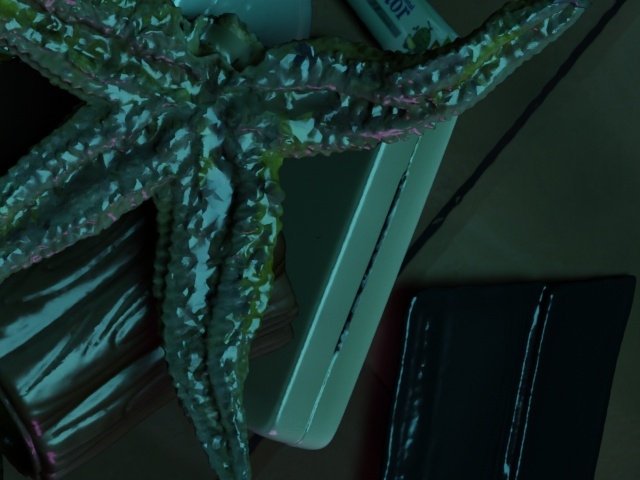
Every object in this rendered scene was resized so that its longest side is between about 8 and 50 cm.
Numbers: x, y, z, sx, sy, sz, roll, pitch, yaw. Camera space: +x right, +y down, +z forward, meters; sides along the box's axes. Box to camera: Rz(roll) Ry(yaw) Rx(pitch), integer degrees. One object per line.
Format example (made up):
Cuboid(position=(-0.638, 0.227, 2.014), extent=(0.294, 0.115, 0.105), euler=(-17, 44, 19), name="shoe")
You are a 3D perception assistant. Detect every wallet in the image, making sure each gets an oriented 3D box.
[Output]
Cuboid(position=(0.175, 0.155, 1.644), extent=(0.323, 0.041, 0.247), euler=(-1, 107, -42), name="wallet")

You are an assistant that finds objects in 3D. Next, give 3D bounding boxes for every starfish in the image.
Cuboid(position=(-0.086, -0.046, 1.086), extent=(0.398, 0.132, 0.384), euler=(19, 97, -22), name="starfish")

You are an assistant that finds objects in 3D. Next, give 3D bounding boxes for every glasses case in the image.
Cuboid(position=(0.000, 0.000, 1.388), extent=(0.070, 0.131, 0.313), euler=(18, 94, -41), name="glasses case")

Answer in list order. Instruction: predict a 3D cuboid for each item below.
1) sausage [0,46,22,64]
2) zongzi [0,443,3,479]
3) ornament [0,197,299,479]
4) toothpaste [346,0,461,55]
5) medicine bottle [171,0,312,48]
Cuboid(position=(-0.258, -0.236, 1.136), extent=(0.083, 0.083, 0.264), euler=(-37, 124, -23), name="sausage")
Cuboid(position=(-0.246, 0.169, 1.109), extent=(0.432, 0.403, 0.208), euler=(12, 64, -47), name="zongzi")
Cuboid(position=(-0.160, 0.037, 1.238), extent=(0.217, 0.235, 0.221), euler=(-35, 99, -21), name="ornament")
Cuboid(position=(0.052, -0.196, 1.424), extent=(0.067, 0.037, 0.255), euler=(-54, 134, -10), name="toothpaste")
Cuboid(position=(-0.101, -0.167, 1.220), extent=(0.135, 0.168, 0.135), euler=(-14, 113, -34), name="medicine bottle")
